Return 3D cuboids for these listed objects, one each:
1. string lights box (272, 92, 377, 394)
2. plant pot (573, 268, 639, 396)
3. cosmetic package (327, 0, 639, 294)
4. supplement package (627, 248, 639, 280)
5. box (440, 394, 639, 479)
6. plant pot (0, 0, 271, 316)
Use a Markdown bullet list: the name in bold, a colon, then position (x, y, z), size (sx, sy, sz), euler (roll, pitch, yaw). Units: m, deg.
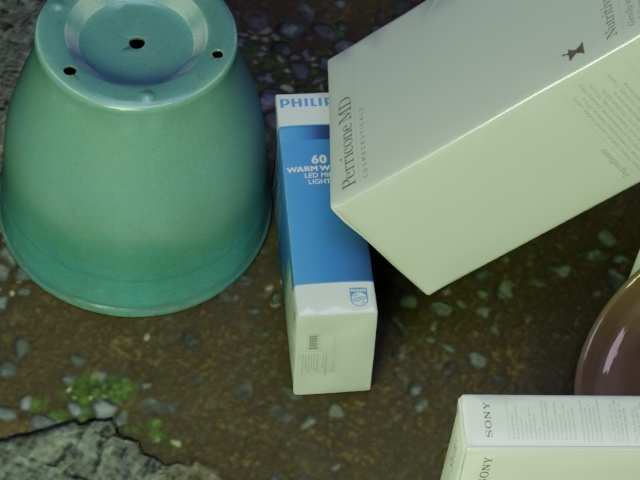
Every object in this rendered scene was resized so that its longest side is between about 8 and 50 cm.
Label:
- **string lights box**: position (0.000, 0.000, 1.766), size (0.076, 0.133, 0.260), euler (-3, 54, -5)
- **plant pot**: position (0.354, 0.123, 1.694), size (0.109, 0.237, 0.237), euler (36, 46, -30)
- **cosmetic package**: position (0.198, -0.143, 1.668), size (0.385, 0.156, 0.217), euler (-29, 39, 23)
- **supplement package**: position (0.443, -0.056, 1.771), size (0.198, 0.263, 0.199), euler (27, 55, 14)
- **box**: position (0.260, 0.213, 1.572), size (0.322, 0.232, 0.058), euler (1, 52, -4)
- **plant pot**: position (-0.174, -0.110, 1.756), size (0.271, 0.255, 0.272), euler (3, 54, -4)
